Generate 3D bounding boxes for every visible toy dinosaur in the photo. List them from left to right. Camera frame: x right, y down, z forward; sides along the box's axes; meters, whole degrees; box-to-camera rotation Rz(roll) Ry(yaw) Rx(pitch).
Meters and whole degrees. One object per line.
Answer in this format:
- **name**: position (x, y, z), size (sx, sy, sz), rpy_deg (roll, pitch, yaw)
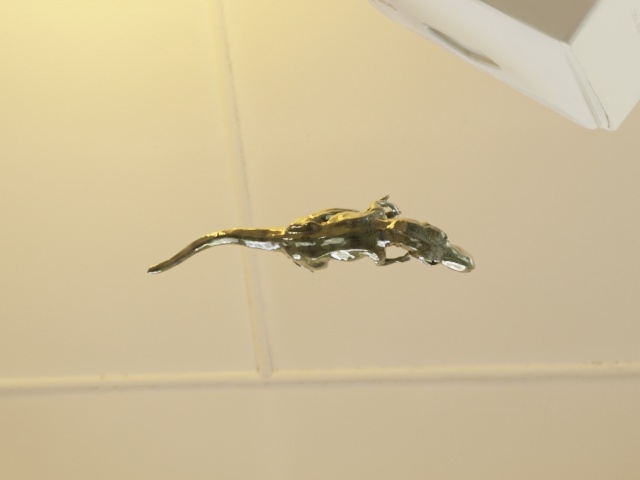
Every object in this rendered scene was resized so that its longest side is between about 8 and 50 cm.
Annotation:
- **toy dinosaur**: position (0.000, 0.000, 0.629), size (0.268, 0.118, 0.064), rpy_deg (-5, -87, 24)

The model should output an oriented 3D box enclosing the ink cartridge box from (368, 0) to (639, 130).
- **ink cartridge box**: position (0.167, -0.258, 0.460), size (0.223, 0.129, 0.307), rpy_deg (40, -82, 33)
